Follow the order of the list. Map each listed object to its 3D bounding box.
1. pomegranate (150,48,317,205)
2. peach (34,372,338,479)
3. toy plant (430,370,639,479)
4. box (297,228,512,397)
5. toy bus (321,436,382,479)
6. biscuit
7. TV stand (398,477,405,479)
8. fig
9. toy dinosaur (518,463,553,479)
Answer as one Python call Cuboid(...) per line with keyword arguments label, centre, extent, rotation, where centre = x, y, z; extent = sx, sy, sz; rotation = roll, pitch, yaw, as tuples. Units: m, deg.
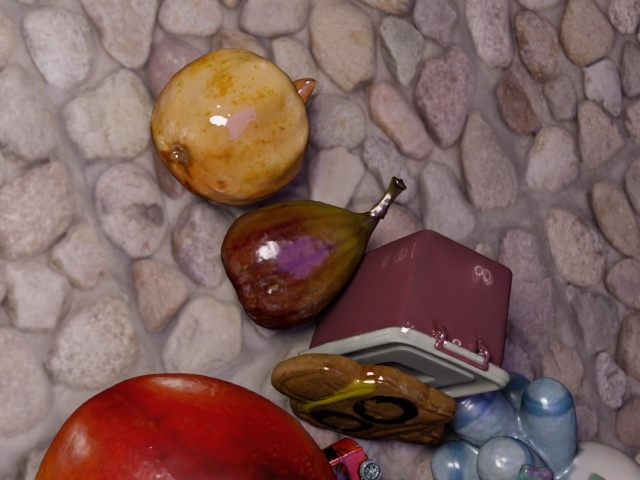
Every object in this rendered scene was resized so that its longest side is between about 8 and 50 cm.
Cuboid(label="pomegranate", centre=(-0.116, -0.147, 1.291), extent=(0.207, 0.207, 0.207), rotation=(2, 86, -26))
Cuboid(label="peach", centre=(-0.144, 0.338, 1.147), extent=(0.388, 0.388, 0.388), rotation=(2, 86, -26))
Cuboid(label="toy plant", centre=(0.304, 0.320, 1.462), extent=(0.332, 0.247, 0.247), rotation=(46, 69, -9))
Cuboid(label="box", centre=(0.118, 0.109, 1.341), extent=(0.193, 0.294, 0.167), rotation=(24, 66, -23))
Cuboid(label="toy bus", centre=(0.055, 0.382, 1.400), extent=(0.089, 0.081, 0.195), rotation=(-24, 97, -16))
Cuboid(label="biscuit", centre=(0.060, 0.228, 1.345), extent=(0.290, 0.208, 0.041), rotation=(30, 53, -31))
Cuboid(label="TV stand", centre=(0.062, 0.456, 1.328), extent=(0.083, 0.088, 0.269), rotation=(36, 98, -11))
Cuboid(label="fig", centre=(-0.001, -0.001, 1.341), extent=(0.274, 0.145, 0.170), rotation=(-32, 99, -1))
Cuboid(label="toy dinosaur", centre=(0.283, 0.512, 1.390), extent=(0.331, 0.129, 0.383), rotation=(-39, 113, 12))
